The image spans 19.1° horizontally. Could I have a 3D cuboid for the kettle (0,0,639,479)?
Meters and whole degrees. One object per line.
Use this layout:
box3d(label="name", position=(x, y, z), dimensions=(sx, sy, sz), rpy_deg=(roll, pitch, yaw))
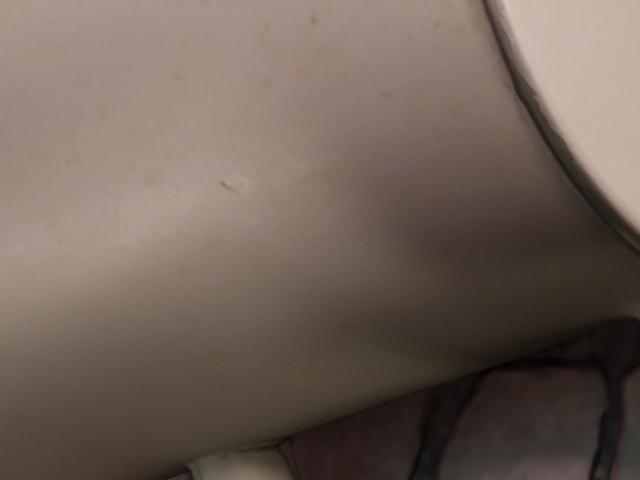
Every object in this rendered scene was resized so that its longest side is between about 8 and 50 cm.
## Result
box3d(label="kettle", position=(-0.010, -0.009, 0.658), dimensions=(0.318, 0.205, 0.265), rpy_deg=(-21, 53, 35))
